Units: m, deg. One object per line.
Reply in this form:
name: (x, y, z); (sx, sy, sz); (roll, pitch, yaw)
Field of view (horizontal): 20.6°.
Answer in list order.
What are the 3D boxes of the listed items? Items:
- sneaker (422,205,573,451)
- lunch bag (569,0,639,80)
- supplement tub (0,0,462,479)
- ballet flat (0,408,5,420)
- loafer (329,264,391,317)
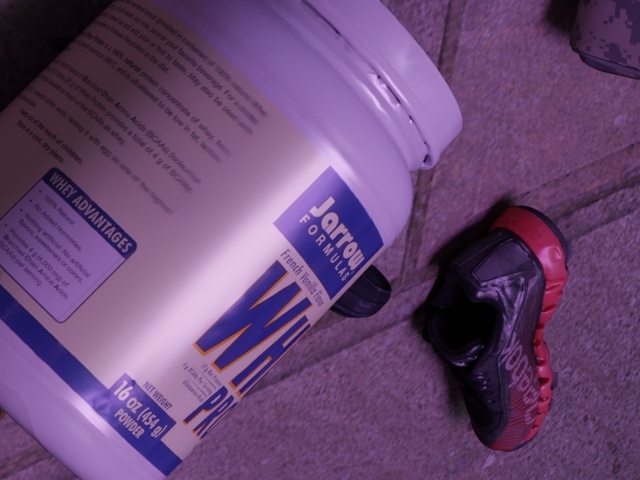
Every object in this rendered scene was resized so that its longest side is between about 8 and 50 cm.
sneaker: (0.153, 0.101, 1.632); (0.135, 0.097, 0.276); (-28, 138, -30)
lunch bag: (0.374, -0.242, 1.487); (0.305, 0.212, 0.256); (3, 102, -51)
supplement tub: (-0.092, -0.024, 1.112); (0.325, 0.235, 0.235); (-46, 145, -7)
ballet flat: (-0.309, 0.126, 1.144); (0.232, 0.073, 0.080); (-23, 137, -34)
loafer: (0.000, 0.000, 1.380); (0.078, 0.076, 0.223); (-47, 143, 7)
